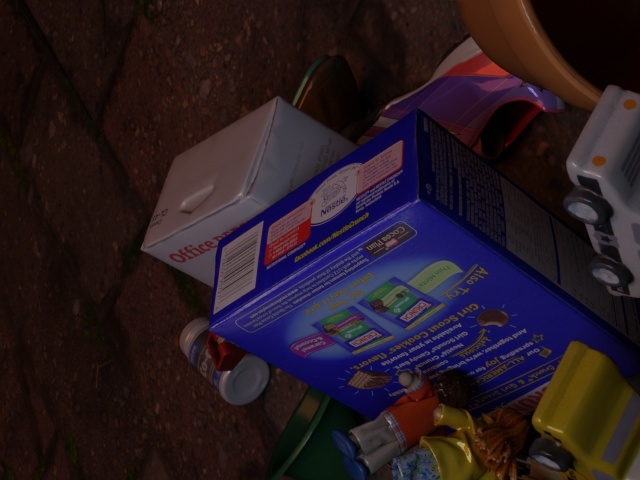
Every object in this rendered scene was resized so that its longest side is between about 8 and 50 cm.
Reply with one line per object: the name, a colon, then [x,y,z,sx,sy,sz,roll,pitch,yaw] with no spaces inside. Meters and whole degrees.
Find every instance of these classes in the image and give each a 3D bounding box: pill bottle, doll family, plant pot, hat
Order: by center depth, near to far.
plant pot: [0.247,-0.241,1.028,0.203,0.291,0.290,-172,84,-72]
doll family: [0.131,0.238,1.073,0.118,0.163,0.263,28,139,56]
hat: [0.050,0.272,1.461,0.173,0.184,0.208,-57,6,26]
pill bottle: [-0.137,0.165,1.664,0.137,0.078,0.078,35,116,48]

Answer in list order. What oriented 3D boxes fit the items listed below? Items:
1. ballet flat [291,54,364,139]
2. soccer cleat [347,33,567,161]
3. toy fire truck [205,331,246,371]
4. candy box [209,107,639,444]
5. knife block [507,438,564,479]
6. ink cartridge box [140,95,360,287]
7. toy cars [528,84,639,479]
ballet flat: [-0.006,-0.061,1.486,0.124,0.116,0.342,39,122,23]
soccer cleat: [0.135,-0.117,1.295,0.318,0.109,0.116,-37,64,43]
toy fire truck: [-0.048,0.089,1.501,0.192,0.135,0.047,-54,49,37]
candy box: [0.102,0.057,1.116,0.268,0.317,0.122,-32,38,35]
knife block: [0.257,0.242,1.133,0.275,0.088,0.242,-53,50,38]
ink cartridge box: [0.000,0.000,1.287,0.226,0.306,0.131,-23,43,50]
toy cars: [0.249,0.070,0.952,0.087,0.176,0.393,18,115,33]
